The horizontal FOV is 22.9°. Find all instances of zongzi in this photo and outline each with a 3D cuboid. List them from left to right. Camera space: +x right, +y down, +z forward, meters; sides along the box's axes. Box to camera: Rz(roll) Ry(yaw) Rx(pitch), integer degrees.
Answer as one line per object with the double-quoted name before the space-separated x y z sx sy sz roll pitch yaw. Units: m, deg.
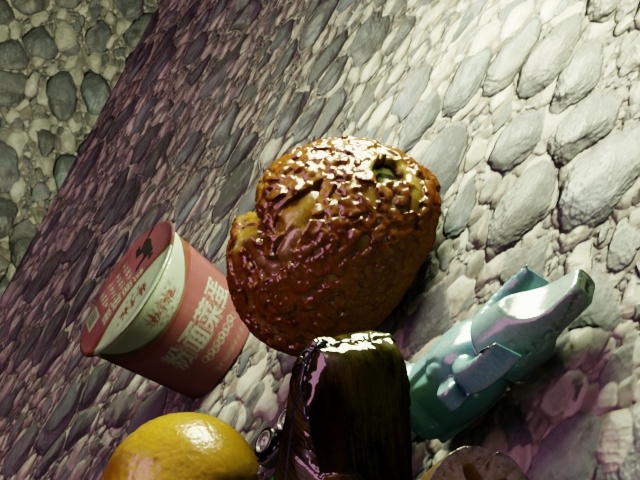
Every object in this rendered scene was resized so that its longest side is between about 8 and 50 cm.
"zongzi" 0.038 0.270 1.525 0.300 0.138 0.286 -111 26 -56

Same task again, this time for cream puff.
"cream puff" 0.000 0.000 1.975 0.303 0.212 0.303 -48 25 31

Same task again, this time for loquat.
"loquat" -0.162 0.312 1.885 0.208 0.208 0.208 -46 23 26

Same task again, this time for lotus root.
"lotus root" 0.133 0.251 1.441 0.122 0.112 0.081 -63 14 -15

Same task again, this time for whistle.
"whistle" 0.167 0.120 1.597 0.274 0.093 0.186 -41 7 29

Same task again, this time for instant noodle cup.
"instant noodle cup" -0.218 0.112 2.331 0.235 0.178 0.234 -47 22 25

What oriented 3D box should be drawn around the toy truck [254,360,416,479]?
"toy truck" 0.015 0.233 1.754 0.242 0.101 0.125 -49 26 26
